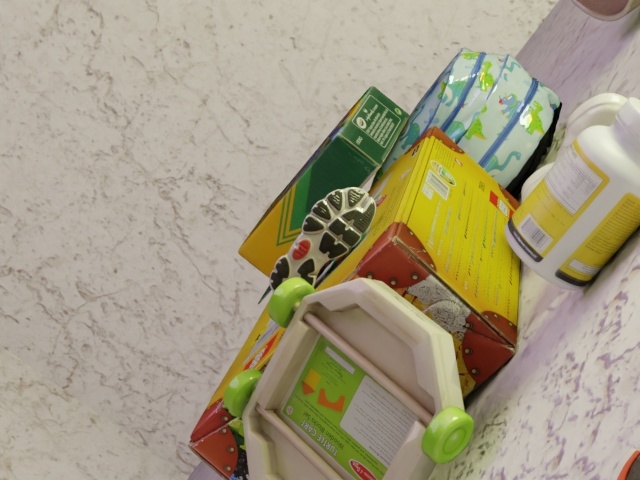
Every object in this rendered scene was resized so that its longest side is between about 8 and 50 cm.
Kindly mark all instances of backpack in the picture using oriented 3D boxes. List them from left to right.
[{"bbox_3d":[0.222,-0.129,1.841,0.355,0.273,0.290,-35,8,34],"label":"backpack"}]

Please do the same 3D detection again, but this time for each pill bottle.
[{"bbox_3d":[0.274,-0.047,1.148,0.184,0.103,0.103,-53,4,24],"label":"pill bottle"}]

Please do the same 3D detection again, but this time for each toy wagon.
[{"bbox_3d":[0.006,0.212,1.215,0.068,0.267,0.344,10,-68,-49],"label":"toy wagon"}]

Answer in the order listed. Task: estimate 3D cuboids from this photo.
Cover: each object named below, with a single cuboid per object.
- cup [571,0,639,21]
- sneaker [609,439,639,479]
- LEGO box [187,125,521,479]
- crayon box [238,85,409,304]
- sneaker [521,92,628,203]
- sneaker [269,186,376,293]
[{"bbox_3d":[0.487,-0.544,1.809,0.237,0.331,0.331,-29,0,-7],"label":"cup"},{"bbox_3d":[0.191,0.175,0.647,0.065,0.061,0.158,-8,41,47],"label":"sneaker"},{"bbox_3d":[0.071,0.097,1.534,0.372,0.193,0.500,-46,6,22],"label":"LEGO box"},{"bbox_3d":[-0.009,-0.071,1.797,0.323,0.083,0.203,-49,5,31],"label":"crayon box"},{"bbox_3d":[0.310,-0.079,1.389,0.212,0.080,0.094,119,171,-45],"label":"sneaker"},{"bbox_3d":[0.000,0.000,1.415,0.170,0.068,0.071,-47,0,16],"label":"sneaker"}]
